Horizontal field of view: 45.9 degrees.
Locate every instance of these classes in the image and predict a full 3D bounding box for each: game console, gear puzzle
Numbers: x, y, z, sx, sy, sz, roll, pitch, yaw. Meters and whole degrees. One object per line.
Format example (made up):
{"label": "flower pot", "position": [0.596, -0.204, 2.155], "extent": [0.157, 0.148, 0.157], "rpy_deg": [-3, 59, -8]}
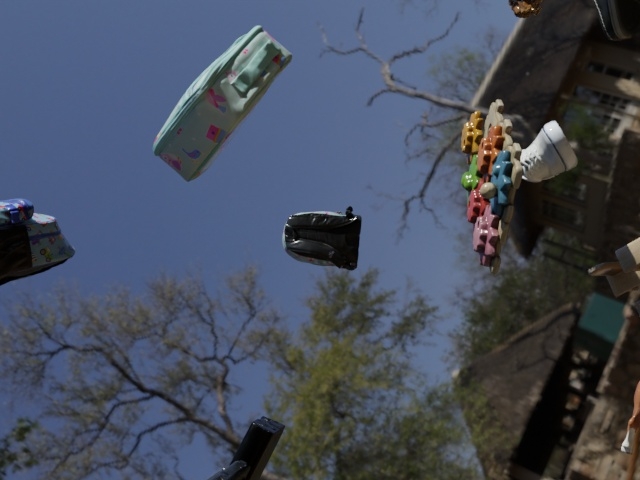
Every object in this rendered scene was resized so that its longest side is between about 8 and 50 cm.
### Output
{"label": "game console", "position": [-0.134, 0.350, 1.002], "extent": [0.213, 0.044, 0.361], "rpy_deg": [-63, -9, -4]}
{"label": "gear puzzle", "position": [0.232, -0.110, 1.100], "extent": [0.339, 0.044, 0.175], "rpy_deg": [-83, -1, -59]}

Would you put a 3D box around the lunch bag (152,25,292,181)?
{"label": "lunch bag", "position": [-0.168, -0.251, 1.330], "extent": [0.224, 0.108, 0.279], "rpy_deg": [-44, 13, 43]}

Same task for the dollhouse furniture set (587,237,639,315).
{"label": "dollhouse furniture set", "position": [0.667, 0.156, 1.322], "extent": [0.173, 0.356, 0.303], "rpy_deg": [-2, -25, -34]}

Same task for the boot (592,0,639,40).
{"label": "boot", "position": [0.367, -0.382, 1.125], "extent": [0.085, 0.178, 0.236], "rpy_deg": [-1, -102, -42]}

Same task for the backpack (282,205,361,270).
{"label": "backpack", "position": [0.000, 0.000, 1.783], "extent": [0.115, 0.182, 0.152], "rpy_deg": [100, 175, -72]}

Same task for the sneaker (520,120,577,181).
{"label": "sneaker", "position": [0.426, -0.154, 1.448], "extent": [0.091, 0.094, 0.258], "rpy_deg": [-29, -13, 8]}

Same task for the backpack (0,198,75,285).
{"label": "backpack", "position": [-0.451, -0.001, 1.087], "extent": [0.173, 0.158, 0.117], "rpy_deg": [-19, -74, -50]}

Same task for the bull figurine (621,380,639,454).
{"label": "bull figurine", "position": [0.688, 0.335, 1.459], "extent": [0.310, 0.101, 0.188], "rpy_deg": [19, -95, -39]}

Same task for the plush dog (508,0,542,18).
{"label": "plush dog", "position": [0.284, -0.409, 0.886], "extent": [0.225, 0.262, 0.211], "rpy_deg": [123, 159, -55]}
